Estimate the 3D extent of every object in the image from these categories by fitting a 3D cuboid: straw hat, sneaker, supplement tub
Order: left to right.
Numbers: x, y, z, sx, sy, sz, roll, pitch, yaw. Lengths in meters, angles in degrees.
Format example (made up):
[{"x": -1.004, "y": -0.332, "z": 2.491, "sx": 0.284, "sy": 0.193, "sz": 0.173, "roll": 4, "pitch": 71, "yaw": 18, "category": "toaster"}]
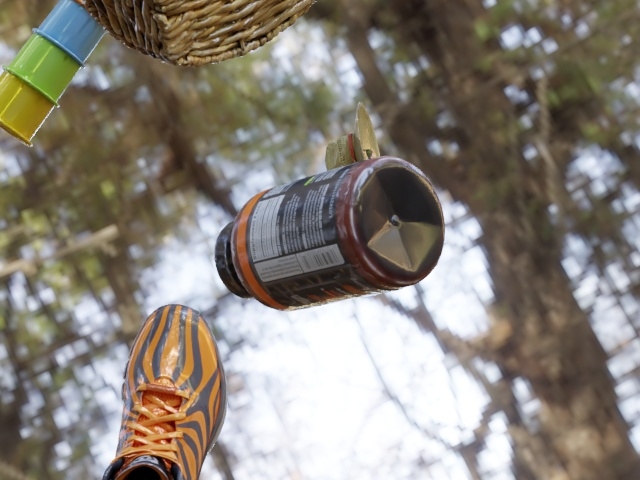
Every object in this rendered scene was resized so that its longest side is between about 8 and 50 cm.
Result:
[{"x": -0.173, "y": 0.220, "z": 1.918, "sx": 0.125, "sy": 0.321, "sz": 0.180, "roll": 5, "pitch": -11, "yaw": 1, "category": "sneaker"}, {"x": 0.000, "y": 0.000, "z": 1.398, "sx": 0.106, "sy": 0.106, "sz": 0.198, "roll": -8, "pitch": -4, "yaw": -40, "category": "supplement tub"}, {"x": 0.039, "y": -0.102, "z": 2.244, "sx": 0.061, "sy": 0.144, "sz": 0.144, "roll": -12, "pitch": -18, "yaw": 12, "category": "straw hat"}]

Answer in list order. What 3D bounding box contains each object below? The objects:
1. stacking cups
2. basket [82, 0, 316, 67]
[{"x": -0.321, "y": -0.273, "z": 2.281, "sx": 0.316, "sy": 0.096, "sz": 0.096, "roll": -53, "pitch": -22, "yaw": -4, "category": "stacking cups"}, {"x": -0.146, "y": -0.345, "z": 2.042, "sx": 0.299, "sy": 0.223, "sz": 0.213, "roll": -35, "pitch": -47, "yaw": -32, "category": "basket"}]
